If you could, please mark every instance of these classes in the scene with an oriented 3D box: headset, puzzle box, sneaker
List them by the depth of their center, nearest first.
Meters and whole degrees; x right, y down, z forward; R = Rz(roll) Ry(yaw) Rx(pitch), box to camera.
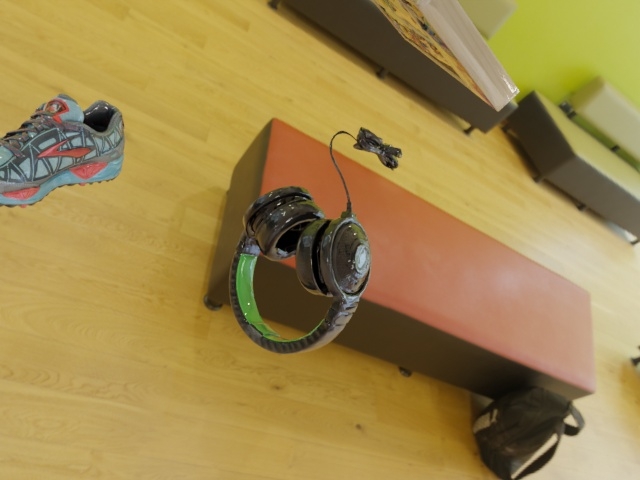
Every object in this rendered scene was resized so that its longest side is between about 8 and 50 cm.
[{"bbox_3d":[-0.358,-0.131,0.605,0.104,0.125,0.262,29,26,7],"label":"sneaker"},{"bbox_3d":[0.000,0.000,0.799,0.243,0.394,0.185,33,12,34],"label":"headset"},{"bbox_3d":[0.187,-0.423,0.899,0.272,0.052,0.409,31,23,-37],"label":"puzzle box"}]
